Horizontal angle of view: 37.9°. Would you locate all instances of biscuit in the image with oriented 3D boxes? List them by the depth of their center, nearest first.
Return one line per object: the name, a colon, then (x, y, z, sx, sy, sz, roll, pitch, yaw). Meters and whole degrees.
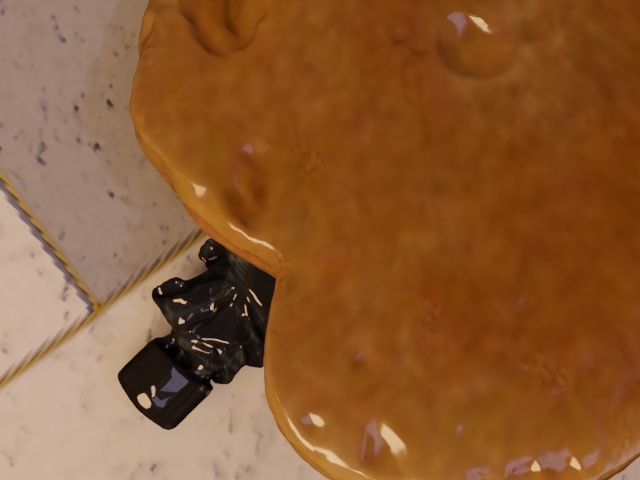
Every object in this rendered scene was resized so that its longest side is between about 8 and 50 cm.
biscuit: (0.061, -0.083, 0.389, 0.269, 0.051, 0.376, 6, 76, 0)

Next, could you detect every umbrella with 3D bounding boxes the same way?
umbrella: (0.002, 0.002, 0.434, 0.224, 0.080, 0.071, -44, 148, -10)
